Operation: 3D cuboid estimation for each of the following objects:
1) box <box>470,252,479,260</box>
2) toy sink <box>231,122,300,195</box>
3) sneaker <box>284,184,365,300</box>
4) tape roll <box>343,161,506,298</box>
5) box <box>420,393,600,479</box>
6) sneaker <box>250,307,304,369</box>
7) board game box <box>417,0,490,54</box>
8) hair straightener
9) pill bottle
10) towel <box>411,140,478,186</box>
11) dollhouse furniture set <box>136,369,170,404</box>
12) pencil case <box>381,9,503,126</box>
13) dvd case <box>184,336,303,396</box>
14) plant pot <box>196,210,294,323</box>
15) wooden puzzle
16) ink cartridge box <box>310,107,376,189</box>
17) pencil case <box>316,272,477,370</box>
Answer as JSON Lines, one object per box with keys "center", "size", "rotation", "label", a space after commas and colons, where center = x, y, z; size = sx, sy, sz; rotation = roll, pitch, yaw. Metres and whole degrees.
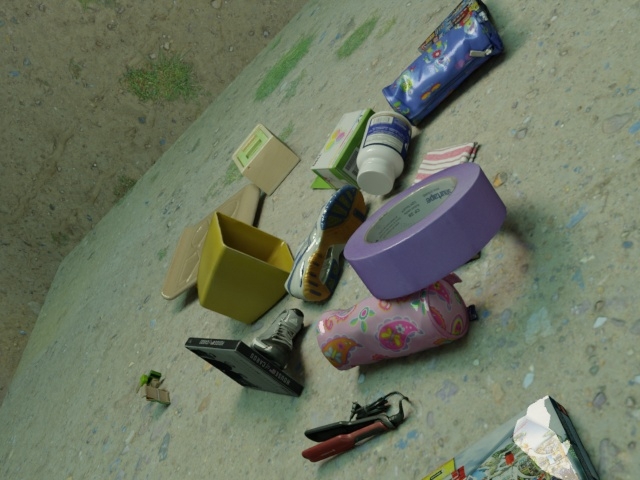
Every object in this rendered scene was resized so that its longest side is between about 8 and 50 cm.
{"center": [0.209, 0.012, 1.335], "size": [0.225, 0.036, 0.137], "rotation": [-30, 34, 40], "label": "box"}
{"center": [-0.184, -0.270, 2.206], "size": [0.153, 0.131, 0.234], "rotation": [-48, 26, 7], "label": "toy sink"}
{"center": [0.000, 0.000, 1.600], "size": [0.131, 0.112, 0.297], "rotation": [-8, 50, 55], "label": "sneaker"}
{"center": [0.176, -0.019, 1.189], "size": [0.274, 0.090, 0.275], "rotation": [-34, 12, 8], "label": "tape roll"}
{"center": [0.237, 0.327, 0.888], "size": [0.233, 0.044, 0.159], "rotation": [-42, 28, 21], "label": "box"}
{"center": [-0.083, 0.198, 1.480], "size": [0.132, 0.086, 0.228], "rotation": [-50, 7, -12], "label": "sneaker"}
{"center": [0.333, -0.516, 1.736], "size": [0.194, 0.060, 0.194], "rotation": [-42, 18, 27], "label": "board game box"}
{"center": [0.060, 0.306, 1.196], "size": [0.230, 0.047, 0.089], "rotation": [-35, 31, 31], "label": "hair straightener"}
{"center": [0.145, -0.201, 1.615], "size": [0.112, 0.112, 0.187], "rotation": [-24, 38, 44], "label": "pill bottle"}
{"center": [0.243, -0.125, 1.455], "size": [0.144, 0.029, 0.197], "rotation": [-5, 53, 55], "label": "towel"}
{"center": [-0.459, 0.414, 1.878], "size": [0.059, 0.076, 0.152], "rotation": [-62, 23, 10], "label": "dollhouse furniture set"}
{"center": [0.288, -0.399, 1.622], "size": [0.306, 0.119, 0.133], "rotation": [-39, 37, 25], "label": "pencil case"}
{"center": [-0.166, 0.264, 1.462], "size": [0.238, 0.179, 0.030], "rotation": [-9, 46, 54], "label": "dvd case"}
{"center": [-0.205, 0.081, 1.744], "size": [0.187, 0.212, 0.212], "rotation": [-59, 24, 16], "label": "plant pot"}
{"center": [-0.326, 0.014, 2.154], "size": [0.347, 0.080, 0.322], "rotation": [-28, 35, 31], "label": "wooden puzzle"}
{"center": [0.049, -0.234, 1.827], "size": [0.255, 0.097, 0.189], "rotation": [7, 62, 59], "label": "ink cartridge box"}
{"center": [0.123, 0.144, 1.210], "size": [0.284, 0.124, 0.124], "rotation": [-26, 36, 41], "label": "pencil case"}
